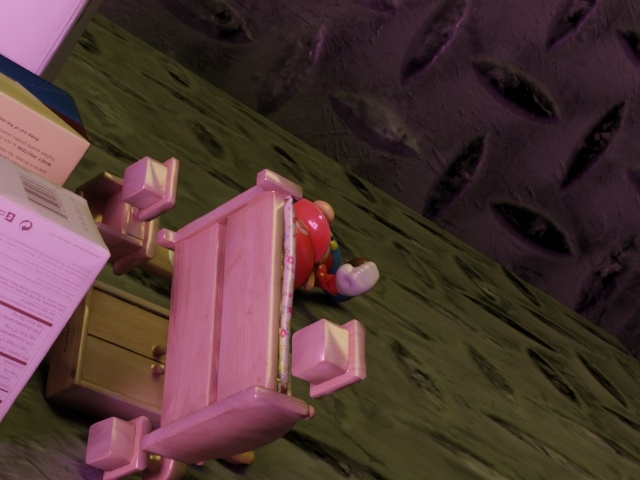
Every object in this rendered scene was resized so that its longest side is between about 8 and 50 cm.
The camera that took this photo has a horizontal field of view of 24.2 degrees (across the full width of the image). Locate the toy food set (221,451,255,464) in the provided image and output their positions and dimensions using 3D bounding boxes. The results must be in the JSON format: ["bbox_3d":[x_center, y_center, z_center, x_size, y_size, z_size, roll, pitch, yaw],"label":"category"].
[{"bbox_3d":[-0.096,0.184,1.423,0.082,0.020,0.083,35,11,-1],"label":"toy food set"}]

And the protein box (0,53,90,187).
[{"bbox_3d":[-0.343,-0.071,1.288,0.200,0.201,0.136,30,12,-25],"label":"protein box"}]

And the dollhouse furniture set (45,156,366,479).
[{"bbox_3d":[-0.049,0.047,1.237,0.174,0.355,0.303,26,53,-36],"label":"dollhouse furniture set"}]

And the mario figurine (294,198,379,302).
[{"bbox_3d":[0.000,0.000,2.099,0.198,0.170,0.320,2,-6,15],"label":"mario figurine"}]

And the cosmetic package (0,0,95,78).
[{"bbox_3d":[-0.442,-0.262,1.482,0.394,0.327,0.329,33,11,-9],"label":"cosmetic package"}]

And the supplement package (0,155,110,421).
[{"bbox_3d":[-0.256,0.040,1.129,0.105,0.179,0.105,29,12,-30],"label":"supplement package"}]
